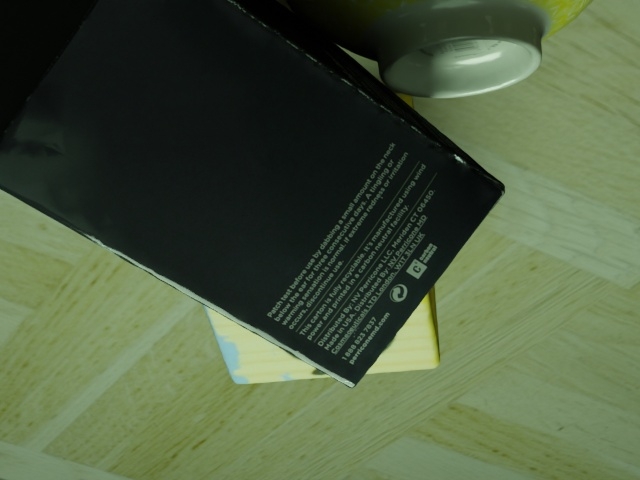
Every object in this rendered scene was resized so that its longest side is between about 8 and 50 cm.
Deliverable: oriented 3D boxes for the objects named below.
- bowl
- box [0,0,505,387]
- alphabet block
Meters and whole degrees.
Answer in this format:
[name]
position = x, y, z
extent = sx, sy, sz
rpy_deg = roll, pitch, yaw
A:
[bowl]
position = 0.091, -0.193, 1.094
extent = 0.289, 0.156, 0.289
rpy_deg = -4, 166, -1
[box]
position = -0.095, -0.102, 1.093
extent = 0.312, 0.343, 0.179
rpy_deg = 33, 99, -30
[alphabet block]
position = 0.000, 0.000, 1.399
extent = 0.197, 0.193, 0.192
rpy_deg = -6, 145, 7
